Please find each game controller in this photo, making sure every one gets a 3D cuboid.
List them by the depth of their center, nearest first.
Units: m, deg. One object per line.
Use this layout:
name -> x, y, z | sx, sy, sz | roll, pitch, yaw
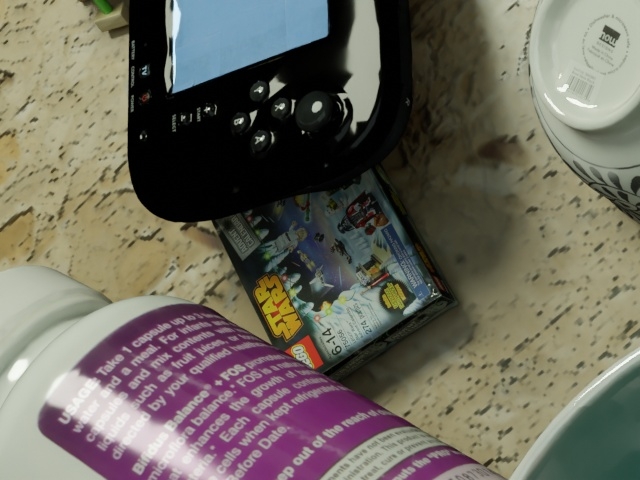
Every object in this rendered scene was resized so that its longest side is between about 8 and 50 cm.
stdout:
game controller -> -0.033, -0.164, 0.818 | 0.166, 0.067, 0.319 | -12, 65, 22

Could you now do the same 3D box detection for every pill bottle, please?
pill bottle -> -0.053, 0.128, 0.723 | 0.301, 0.169, 0.169 | 28, 92, 29

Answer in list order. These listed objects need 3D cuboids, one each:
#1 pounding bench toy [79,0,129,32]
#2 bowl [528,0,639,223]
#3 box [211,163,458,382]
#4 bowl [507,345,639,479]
pounding bench toy -> -0.139, -0.169, 0.891 | 0.052, 0.065, 0.083 | -22, 70, 21
bowl -> 0.146, -0.085, 0.683 | 0.170, 0.080, 0.170 | -1, 89, 51
box -> 0.000, 0.000, 0.804 | 0.094, 0.027, 0.137 | -36, 65, 16
bowl -> 0.219, 0.178, 0.576 | 0.311, 0.163, 0.311 | -6, 76, 25
